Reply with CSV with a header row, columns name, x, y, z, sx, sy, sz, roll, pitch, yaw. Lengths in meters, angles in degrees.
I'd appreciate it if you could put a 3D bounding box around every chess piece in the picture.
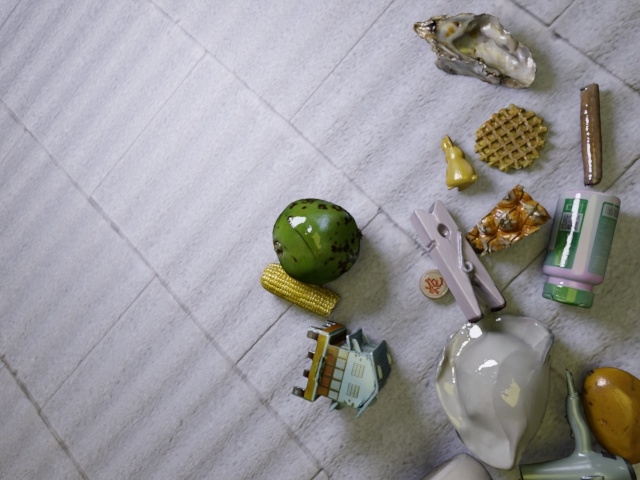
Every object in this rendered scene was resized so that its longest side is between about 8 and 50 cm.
name,x,y,z,sx,sy,sz,roll,pitch,yaw
chess piece,0.316,0.121,1.108,0.083,0.038,0.083,-1,87,16

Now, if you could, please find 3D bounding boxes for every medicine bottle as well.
name,x,y,z,sx,sy,sz,roll,pitch,yaw
medicine bottle,0.632,0.023,0.985,0.133,0.133,0.274,12,89,14

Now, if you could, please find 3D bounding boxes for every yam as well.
name,x,y,z,sx,sy,sz,roll,pitch,yaw
yam,0.696,-0.269,1.030,0.046,0.046,0.264,-1,87,14

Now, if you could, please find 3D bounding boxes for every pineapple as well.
name,x,y,z,sx,sy,sz,roll,pitch,yaw
pineapple,0.471,-0.052,1.024,0.186,0.236,0.114,-34,82,-30

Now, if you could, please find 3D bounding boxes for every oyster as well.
name,x,y,z,sx,sy,sz,roll,pitch,yaw
oyster,0.413,-0.514,1.087,0.341,0.110,0.166,15,96,12

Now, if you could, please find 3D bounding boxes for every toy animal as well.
name,x,y,z,sx,sy,sz,roll,pitch,yaw
toy animal,0.375,-0.220,1.099,0.083,0.070,0.159,-34,60,50

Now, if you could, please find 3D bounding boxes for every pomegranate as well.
name,x,y,z,sx,sy,sz,roll,pitch,yaw
pomegranate,0.000,0.000,1.099,0.270,0.254,0.254,-3,85,-26

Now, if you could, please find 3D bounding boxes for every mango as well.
name,x,y,z,sx,sy,sz,roll,pitch,yaw
mango,0.715,0.415,0.952,0.147,0.109,0.227,-15,84,13

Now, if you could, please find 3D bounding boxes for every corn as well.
name,x,y,z,sx,sy,sz,roll,pitch,yaw
corn,-0.061,0.144,1.173,0.244,0.093,0.093,23,92,14

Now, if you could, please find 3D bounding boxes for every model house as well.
name,x,y,z,sx,sy,sz,roll,pitch,yaw
model house,0.070,0.337,1.068,0.215,0.224,0.198,16,88,18

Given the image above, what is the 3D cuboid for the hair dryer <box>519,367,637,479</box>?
name,x,y,z,sx,sy,sz,roll,pitch,yaw
hair dryer,0.555,0.473,0.946,0.229,0.092,0.267,-30,69,12

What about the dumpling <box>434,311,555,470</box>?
name,x,y,z,sx,sy,sz,roll,pitch,yaw
dumpling,0.425,0.355,1.005,0.260,0.181,0.341,15,102,35

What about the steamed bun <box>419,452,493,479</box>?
name,x,y,z,sx,sy,sz,roll,pitch,yaw
steamed bun,0.303,0.654,0.950,0.283,0.283,0.177,-44,62,8

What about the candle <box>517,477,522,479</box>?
name,x,y,z,sx,sy,sz,roll,pitch,yaw
candle,0.617,0.674,0.925,0.187,0.187,0.330,-40,78,9

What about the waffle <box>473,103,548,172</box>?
name,x,y,z,sx,sy,sz,roll,pitch,yaw
waffle,0.512,-0.273,1.081,0.191,0.038,0.191,-1,86,13

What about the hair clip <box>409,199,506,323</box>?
name,x,y,z,sx,sy,sz,roll,pitch,yaw
hair clip,0.356,0.053,1.064,0.101,0.085,0.331,-25,72,-9
